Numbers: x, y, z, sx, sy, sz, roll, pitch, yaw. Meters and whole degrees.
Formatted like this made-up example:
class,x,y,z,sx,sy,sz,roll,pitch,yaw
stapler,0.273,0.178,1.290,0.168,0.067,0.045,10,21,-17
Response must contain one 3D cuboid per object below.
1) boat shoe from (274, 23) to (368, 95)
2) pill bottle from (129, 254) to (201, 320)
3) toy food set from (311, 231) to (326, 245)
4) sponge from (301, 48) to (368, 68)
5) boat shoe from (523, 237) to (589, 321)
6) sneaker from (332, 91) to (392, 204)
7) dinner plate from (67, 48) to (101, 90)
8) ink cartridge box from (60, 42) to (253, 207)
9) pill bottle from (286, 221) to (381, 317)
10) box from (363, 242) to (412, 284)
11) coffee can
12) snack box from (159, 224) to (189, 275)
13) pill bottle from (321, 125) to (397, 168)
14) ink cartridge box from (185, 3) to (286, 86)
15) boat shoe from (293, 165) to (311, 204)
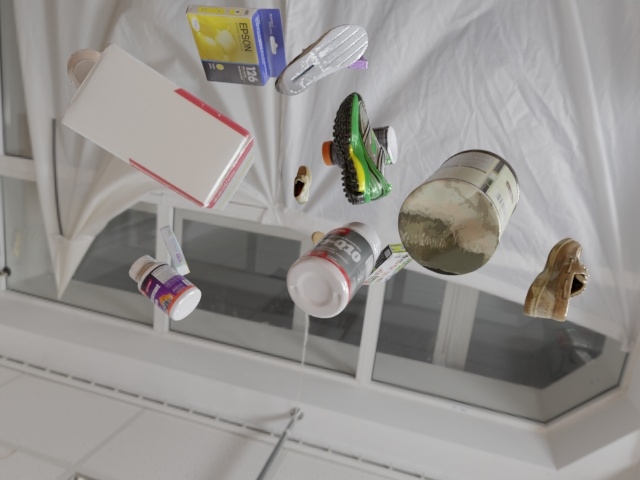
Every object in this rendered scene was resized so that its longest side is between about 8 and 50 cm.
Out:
class,x,y,z,sx,sy,sz,roll,pitch,yaw
boat shoe,-0.008,-0.560,1.512,0.335,0.121,0.119,-35,-152,-15
pill bottle,-0.442,0.128,1.386,0.193,0.108,0.108,35,-158,16
toy food set,0.000,0.000,1.984,0.083,0.020,0.083,-7,-118,-34
sponge,0.045,-0.605,1.642,0.210,0.031,0.117,2,-148,-8
boat shoe,0.648,0.107,1.307,0.110,0.121,0.341,17,-140,35
sneaker,0.130,-0.284,1.514,0.146,0.343,0.134,-9,180,-22
dinner plate,-0.642,-0.464,1.383,0.141,0.141,0.017,7,-146,-1
ink cartridge box,-0.289,-0.194,0.996,0.279,0.160,0.385,31,179,-7
pill bottle,0.046,0.061,1.265,0.161,0.161,0.283,13,-152,21
box,0.208,0.075,1.532,0.114,0.207,0.036,-4,-119,-31
coffee can,0.306,-0.071,1.063,0.202,0.201,0.275,13,-153,24
snack box,-0.462,0.034,1.566,0.037,0.141,0.100,-23,165,-15
pill bottle,0.131,-0.313,1.688,0.246,0.130,0.130,-3,-171,22
ink cartridge box,-0.283,-0.678,1.739,0.307,0.072,0.303,8,152,7
boat shoe,-0.060,-0.183,1.551,0.050,0.135,0.045,-12,153,25
